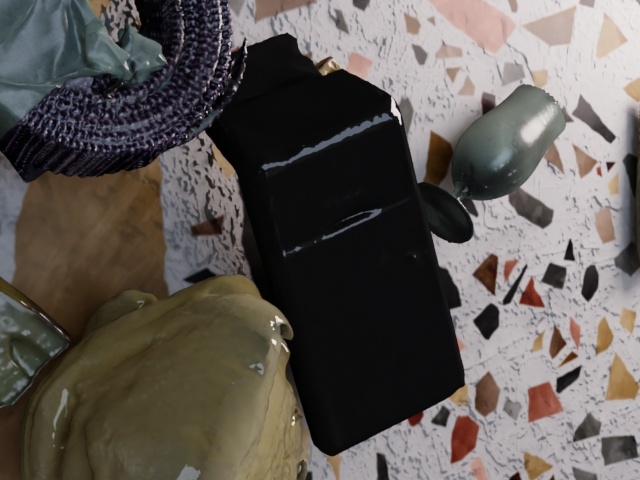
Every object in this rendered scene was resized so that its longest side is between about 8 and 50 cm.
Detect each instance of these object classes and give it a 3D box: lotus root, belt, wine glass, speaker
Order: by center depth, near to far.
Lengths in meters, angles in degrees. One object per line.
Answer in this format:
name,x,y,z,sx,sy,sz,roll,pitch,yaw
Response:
lotus root,-0.335,0.123,1.067,0.235,0.138,0.119,-47,109,-26
belt,-0.222,-0.215,1.136,0.260,0.122,0.324,-35,97,-25
speaker,0.000,0.000,1.305,0.180,0.184,0.388,-24,115,-20
wine glass,0.197,-0.093,1.469,0.202,0.093,0.093,-44,113,-27

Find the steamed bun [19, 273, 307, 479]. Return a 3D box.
steamed bun,-0.142,0.213,1.124,0.324,0.231,0.372,-70,166,-54

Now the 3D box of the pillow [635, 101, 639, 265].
pillow,0.453,-0.075,1.672,0.093,0.051,0.241,4,85,-35

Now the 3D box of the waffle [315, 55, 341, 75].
waffle,0.019,-0.122,1.386,0.092,0.021,0.135,-49,115,-25
